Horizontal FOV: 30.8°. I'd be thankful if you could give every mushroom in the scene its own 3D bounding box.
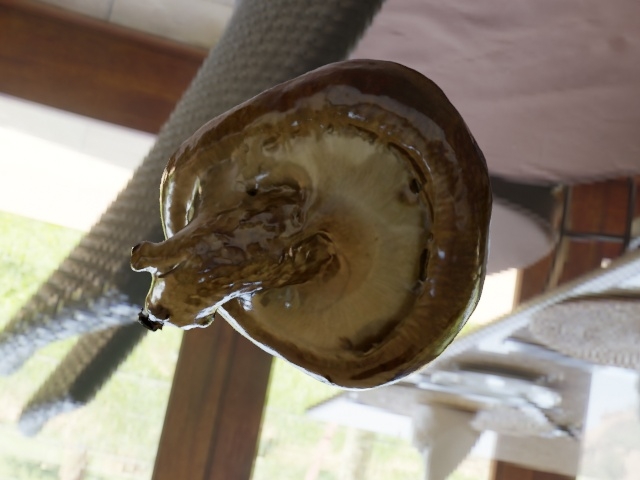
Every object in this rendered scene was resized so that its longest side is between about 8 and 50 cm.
[{"bbox_3d":[0.000,0.000,1.135,0.345,0.346,0.259,5,-160,18],"label":"mushroom"}]
